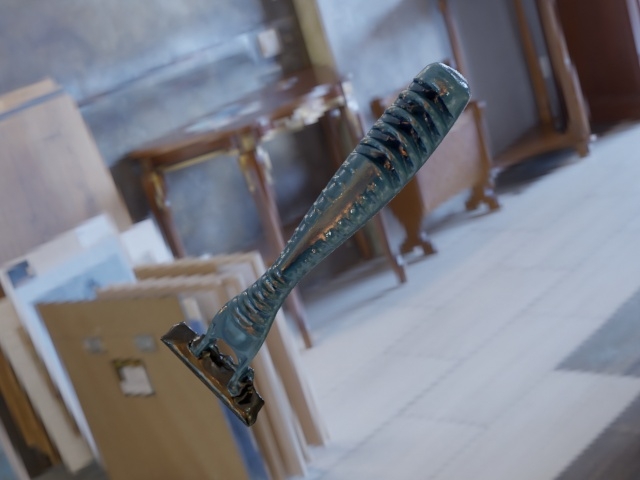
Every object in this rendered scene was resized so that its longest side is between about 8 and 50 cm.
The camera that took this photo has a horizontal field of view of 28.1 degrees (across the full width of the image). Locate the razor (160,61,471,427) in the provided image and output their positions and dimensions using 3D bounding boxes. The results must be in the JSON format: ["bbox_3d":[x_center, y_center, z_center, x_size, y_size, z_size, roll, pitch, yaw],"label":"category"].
[{"bbox_3d":[0.000,0.000,0.749,0.253,0.082,0.042,-50,-13,19],"label":"razor"}]
